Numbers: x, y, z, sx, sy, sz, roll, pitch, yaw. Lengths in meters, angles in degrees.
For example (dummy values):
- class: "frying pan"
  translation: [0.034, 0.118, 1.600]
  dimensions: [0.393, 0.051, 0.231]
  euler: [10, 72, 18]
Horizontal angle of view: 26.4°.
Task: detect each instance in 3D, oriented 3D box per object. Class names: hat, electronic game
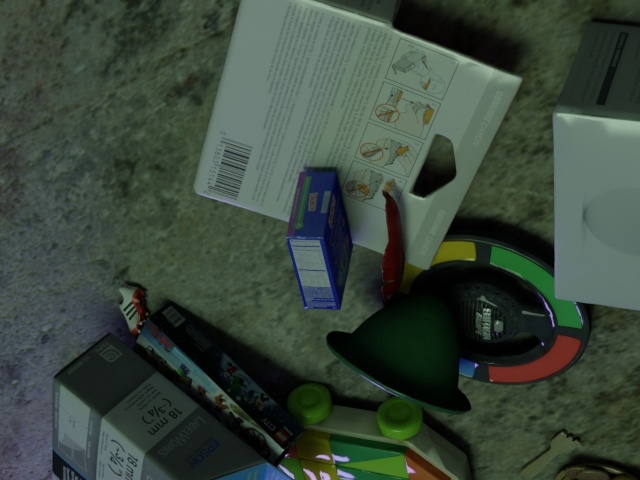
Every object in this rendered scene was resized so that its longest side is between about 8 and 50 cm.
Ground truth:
- class: "hat"
  translation: [0.116, 0.064, 1.425]
  dimensions: [0.173, 0.208, 0.183]
  euler: [26, 98, 8]
- class: "electronic game"
  translation: [0.175, 0.074, 1.457]
  dimensions: [0.229, 0.048, 0.229]
  euler: [14, 137, 13]

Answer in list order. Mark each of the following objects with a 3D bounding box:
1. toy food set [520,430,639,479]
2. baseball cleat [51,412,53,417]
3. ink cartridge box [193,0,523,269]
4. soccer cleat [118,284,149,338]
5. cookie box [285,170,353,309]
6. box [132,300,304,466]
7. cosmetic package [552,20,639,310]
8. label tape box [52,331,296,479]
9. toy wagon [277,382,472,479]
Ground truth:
- class: "toy food set"
  translation: [0.338, 0.311, 1.625]
  dimensions: [0.192, 0.038, 0.132]
  euler: [30, 139, -4]
- class: "baseball cleat"
  translation: [-0.316, 0.310, 1.933]
  dimensions: [0.109, 0.072, 0.206]
  euler: [4, 139, 14]
- class: "ink cartridge box"
  translation: [0.029, -0.119, 1.319]
  dimensions: [0.261, 0.066, 0.296]
  euler: [19, 139, -3]
- class: "soccer cleat"
  translation: [-0.234, 0.088, 1.696]
  dimensions: [0.036, 0.029, 0.083]
  euler: [21, 136, 19]
- class: "cookie box"
  translation: [0.000, 0.000, 1.342]
  dimensions: [0.040, 0.092, 0.107]
  euler: [0, 136, 13]
- class: "box"
  translation: [-0.141, 0.205, 1.701]
  dimensions: [0.233, 0.044, 0.159]
  euler: [43, 139, 10]
- class: "cosmetic package"
  translation: [0.327, -0.053, 1.180]
  dimensions: [0.225, 0.138, 0.224]
  euler: [10, 136, 19]
- class: "label tape box"
  translation: [-0.184, 0.305, 1.700]
  dimensions: [0.334, 0.106, 0.240]
  euler: [36, 142, 19]
- class: "toy wagon"
  translation: [0.025, 0.295, 1.746]
  dimensions: [0.344, 0.068, 0.267]
  euler: [6, 135, 21]
